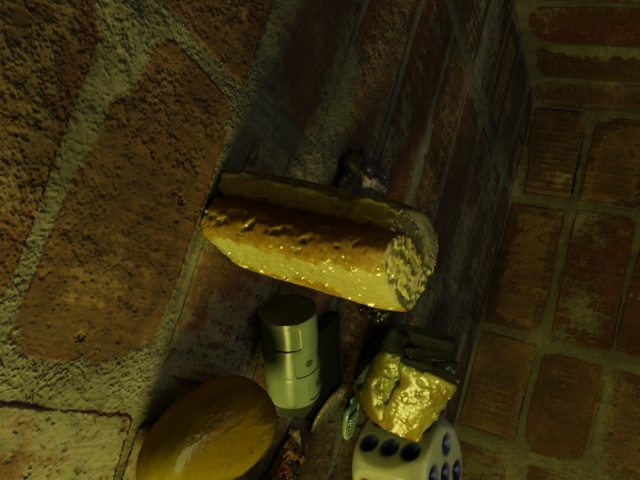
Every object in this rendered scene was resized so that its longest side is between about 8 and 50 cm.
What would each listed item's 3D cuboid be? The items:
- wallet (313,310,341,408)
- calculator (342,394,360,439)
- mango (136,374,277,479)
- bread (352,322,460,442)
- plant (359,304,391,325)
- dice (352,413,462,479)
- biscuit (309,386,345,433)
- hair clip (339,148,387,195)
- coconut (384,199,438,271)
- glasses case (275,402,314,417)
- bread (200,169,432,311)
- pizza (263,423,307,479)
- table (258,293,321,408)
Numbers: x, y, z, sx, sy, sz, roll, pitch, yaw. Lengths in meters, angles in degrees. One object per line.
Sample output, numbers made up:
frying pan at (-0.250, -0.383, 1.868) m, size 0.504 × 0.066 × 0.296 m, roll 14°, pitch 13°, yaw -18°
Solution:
wallet at (0.008, 0.317, 1.718) m, size 0.149 × 0.044 × 0.250 m, roll -33°, pitch 130°, yaw -51°
calculator at (0.094, 0.536, 2.011) m, size 0.095 × 0.021 × 0.153 m, roll -31°, pitch 129°, yaw -57°
mango at (-0.196, 0.346, 1.198) m, size 0.331 × 0.142 × 0.195 m, roll 10°, pitch 87°, yaw -62°
bread at (0.252, 0.388, 1.998) m, size 0.395 × 0.264 × 0.239 m, roll -60°, pitch 174°, yaw -70°
plant at (0.166, 0.207, 1.963) m, size 0.085 × 0.087 × 0.174 m, roll -45°, pitch 145°, yaw 0°
dice at (0.286, 0.730, 2.138) m, size 0.304 × 0.277 × 0.304 m, roll -49°, pitch 129°, yaw -42°
biscuit at (0.020, 0.459, 1.785) m, size 0.152 × 0.020 × 0.152 m, roll -48°, pitch 159°, yaw -25°
hair clip at (0.095, -0.139, 1.623) m, size 0.278 × 0.137 × 0.090 m, roll -56°, pitch -178°, yaw -37°
coconut at (0.157, 0.024, 1.672) m, size 0.245 × 0.247 × 0.245 m, roll 14°, pitch 68°, yaw -37°
glasses case at (-0.072, 0.387, 1.590) m, size 0.072 × 0.042 × 0.190 m, roll -65°, pitch 153°, yaw -7°
bread at (0.000, 0.000, 1.180) m, size 0.236 × 0.375 × 0.165 m, roll 48°, pitch 60°, yaw -56°
pizza at (-0.084, 0.584, 1.615) m, size 0.226 × 0.069 × 0.147 m, roll -57°, pitch 145°, yaw -37°
table at (-0.065, 0.242, 1.438) m, size 0.126 × 0.126 × 0.220 m, roll -42°, pitch 136°, yaw -51°
